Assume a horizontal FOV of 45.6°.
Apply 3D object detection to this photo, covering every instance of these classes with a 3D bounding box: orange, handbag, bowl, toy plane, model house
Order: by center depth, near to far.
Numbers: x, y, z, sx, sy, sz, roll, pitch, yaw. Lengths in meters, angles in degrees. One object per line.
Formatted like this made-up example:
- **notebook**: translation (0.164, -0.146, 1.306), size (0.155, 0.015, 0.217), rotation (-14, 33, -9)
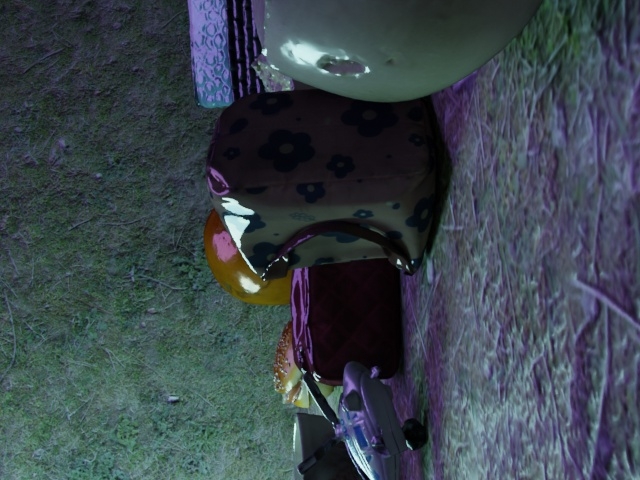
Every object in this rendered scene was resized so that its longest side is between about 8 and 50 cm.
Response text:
- **handbag**: translation (0.008, -0.062, 0.903), size (0.190, 0.252, 0.193), rotation (-88, -7, -45)
- **toy plane**: translation (0.071, 0.283, 0.922), size (0.107, 0.182, 0.273), rotation (-35, 50, 43)
- **handbag**: translation (0.035, 0.097, 1.102), size (0.135, 0.147, 0.225), rotation (150, 119, -77)
- **bowl**: translation (0.033, 0.405, 1.182), size (0.277, 0.145, 0.277), rotation (180, 90, -83)
- **model house**: translation (-0.074, -0.460, 1.634), size (0.339, 0.297, 0.360), rotation (16, 113, 45)
- **orange**: translation (-0.112, 0.002, 1.731), size (0.312, 0.312, 0.312), rotation (179, 90, -84)

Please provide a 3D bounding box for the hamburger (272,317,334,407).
- **hamburger**: translation (-0.038, 0.281, 1.810), size (0.237, 0.147, 0.236), rotation (-178, 90, -82)

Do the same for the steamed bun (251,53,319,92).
- **steamed bun**: translation (0.021, -0.218, 1.025), size (0.170, 0.200, 0.225), rotation (52, -173, -20)

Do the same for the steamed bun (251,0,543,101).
- **steamed bun**: translation (0.058, -0.254, 0.513), size (0.324, 0.206, 0.324), rotation (179, 90, -82)
